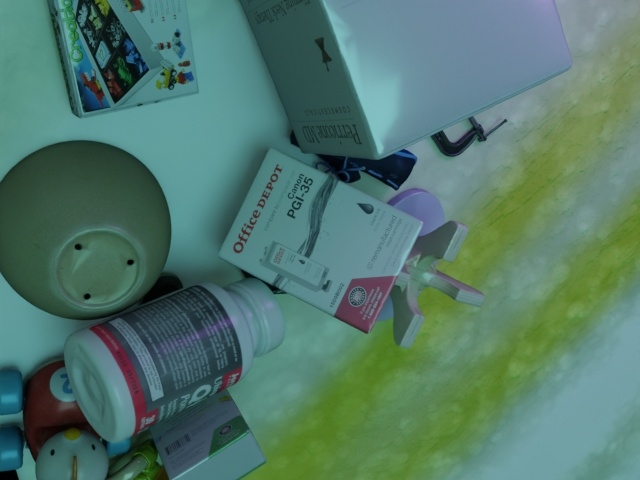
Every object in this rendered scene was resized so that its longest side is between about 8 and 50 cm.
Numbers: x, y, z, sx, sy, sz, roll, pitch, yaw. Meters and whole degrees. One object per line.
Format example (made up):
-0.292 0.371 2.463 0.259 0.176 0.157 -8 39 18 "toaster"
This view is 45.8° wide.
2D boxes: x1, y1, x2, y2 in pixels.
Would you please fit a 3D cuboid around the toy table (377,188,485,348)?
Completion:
0.176 0.054 1.440 0.252 0.161 0.274 4 110 -26 "toy table"

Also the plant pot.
-0.352 0.009 1.153 0.284 0.191 0.284 -9 114 -21 "plant pot"

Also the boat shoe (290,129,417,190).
0.061 -0.138 1.338 0.258 0.109 0.089 12 107 -27 "boat shoe"

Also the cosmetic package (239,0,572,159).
0.087 -0.361 1.085 0.327 0.329 0.394 -27 106 -14 "cosmetic package"

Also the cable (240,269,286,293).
-0.068 0.008 1.377 0.150 0.047 0.185 11 102 -20 "cable"

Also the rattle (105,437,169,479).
-0.355 0.461 1.367 0.199 0.130 0.143 -38 112 -8 "rattle"

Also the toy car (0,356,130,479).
-0.406 0.328 1.231 0.219 0.238 0.210 -1 111 -25 "toy car"

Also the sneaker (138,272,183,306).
-0.268 0.174 1.302 0.083 0.118 0.222 5 108 -27 "sneaker"

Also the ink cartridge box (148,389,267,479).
-0.210 0.345 1.347 0.154 0.212 0.093 -31 124 -12 "ink cartridge box"

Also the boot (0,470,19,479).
-0.706 0.603 1.272 0.445 0.146 0.367 -15 118 -24 "boot"

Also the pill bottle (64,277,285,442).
-0.218 0.169 1.190 0.318 0.176 0.176 -22 120 -36 "pill bottle"

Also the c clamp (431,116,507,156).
0.266 -0.233 1.447 0.137 0.022 0.160 -45 124 4 "c clamp"

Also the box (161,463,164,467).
-0.316 0.515 1.441 0.058 0.087 0.232 39 92 -32 "box"

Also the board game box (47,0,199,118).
-0.293 -0.348 1.100 0.192 0.053 0.306 -18 118 -27 "board game box"

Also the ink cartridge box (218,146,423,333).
0.000 0.000 1.265 0.282 0.117 0.207 26 91 4 "ink cartridge box"
